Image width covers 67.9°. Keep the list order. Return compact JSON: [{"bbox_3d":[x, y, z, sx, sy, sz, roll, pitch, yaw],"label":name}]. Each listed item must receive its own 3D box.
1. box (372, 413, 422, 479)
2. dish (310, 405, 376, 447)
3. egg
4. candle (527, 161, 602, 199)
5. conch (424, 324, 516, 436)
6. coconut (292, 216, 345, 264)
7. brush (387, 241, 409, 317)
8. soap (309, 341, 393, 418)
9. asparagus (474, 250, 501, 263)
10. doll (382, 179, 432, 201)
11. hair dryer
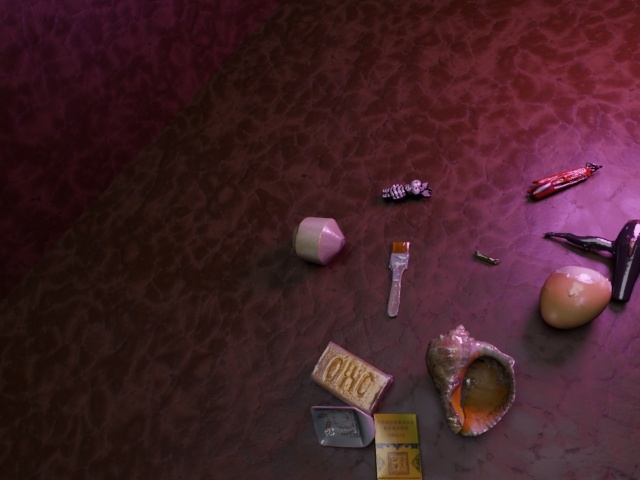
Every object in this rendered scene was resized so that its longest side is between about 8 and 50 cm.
[{"bbox_3d":[0.263,0.742,1.629,0.152,0.041,0.279,1,62,-1],"label":"box"},{"bbox_3d":[0.089,0.652,1.699,0.234,0.064,0.154,-9,97,29],"label":"dish"},{"bbox_3d":[0.872,0.199,1.647,0.201,0.201,0.244,39,89,31],"label":"egg"},{"bbox_3d":[0.991,-0.245,1.925,0.301,0.059,0.084,-19,71,10],"label":"candle"},{"bbox_3d":[0.513,0.470,1.628,0.296,0.210,0.353,-2,86,26],"label":"conch"},{"bbox_3d":[0.000,0.000,2.042,0.221,0.202,0.202,10,67,27],"label":"coconut"},{"bbox_3d":[0.315,0.156,1.955,0.085,0.020,0.337,1,64,19],"label":"brush"},{"bbox_3d":[0.115,0.520,1.789,0.274,0.089,0.174,25,76,28],"label":"soap"},{"bbox_3d":[0.661,0.069,1.885,0.108,0.025,0.021,24,63,27],"label":"asparagus"},{"bbox_3d":[0.383,-0.218,2.106,0.219,0.067,0.091,-5,51,14],"label":"doll"},{"bbox_3d":[1.007,0.047,1.765,0.359,0.120,0.304,16,83,36],"label":"hair dryer"}]
